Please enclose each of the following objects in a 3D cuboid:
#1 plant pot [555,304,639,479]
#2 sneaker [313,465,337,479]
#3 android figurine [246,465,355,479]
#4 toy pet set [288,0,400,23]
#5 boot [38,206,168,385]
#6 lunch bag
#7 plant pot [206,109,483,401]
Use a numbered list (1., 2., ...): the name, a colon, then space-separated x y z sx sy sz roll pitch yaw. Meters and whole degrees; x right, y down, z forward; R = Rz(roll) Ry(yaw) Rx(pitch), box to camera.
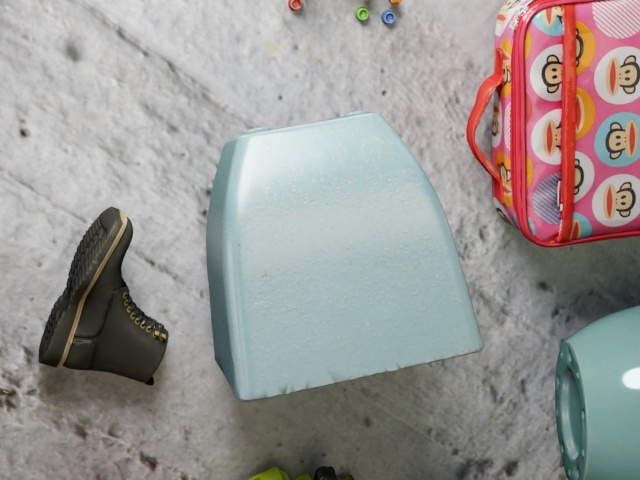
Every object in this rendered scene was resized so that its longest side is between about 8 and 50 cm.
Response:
1. plant pot: 0.417 0.207 1.212 0.235 0.293 0.293 -2 110 2
2. sneaker: -0.023 0.358 1.202 0.077 0.072 0.178 11 98 -10
3. android figurine: -0.062 0.404 1.271 0.272 0.056 0.248 -21 113 -8
4. toy pet set: 0.037 -0.285 1.045 0.122 0.065 0.114 3 108 -16
5. boot: -0.213 0.066 1.108 0.137 0.077 0.198 19 116 -25
6. lunch bag: 0.293 -0.144 1.140 0.258 0.120 0.293 -8 109 -8
7. plant pot: 0.000 0.000 1.049 0.247 0.248 0.252 -10 95 -11
